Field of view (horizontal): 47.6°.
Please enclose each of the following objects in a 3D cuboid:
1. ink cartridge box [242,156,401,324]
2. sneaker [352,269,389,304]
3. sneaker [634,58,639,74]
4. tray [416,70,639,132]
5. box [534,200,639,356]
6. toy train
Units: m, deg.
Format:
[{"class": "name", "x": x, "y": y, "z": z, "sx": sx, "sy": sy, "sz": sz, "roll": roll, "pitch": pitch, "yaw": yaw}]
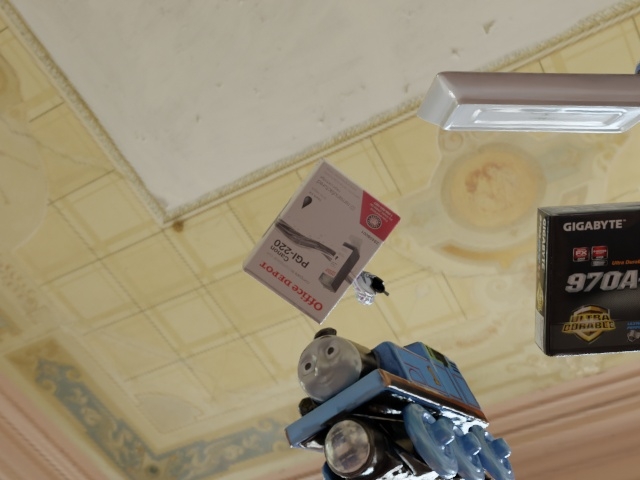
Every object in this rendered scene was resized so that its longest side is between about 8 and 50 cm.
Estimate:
[{"class": "ink cartridge box", "x": 0.000, "y": 0.000, "z": 1.161, "sx": 0.159, "sy": 0.092, "sz": 0.218, "roll": 36, "pitch": -83, "yaw": -7}, {"class": "sneaker", "x": 0.092, "y": 0.088, "z": 1.262, "sx": 0.069, "sy": 0.038, "sz": 0.098, "roll": 15, "pitch": -27, "yaw": 34}, {"class": "sneaker", "x": 0.610, "y": -0.300, "z": 1.227, "sx": 0.152, "sy": 0.084, "sz": 0.058, "roll": -15, "pitch": -62, "yaw": 35}, {"class": "tray", "x": 0.252, "y": -0.149, "z": 0.814, "sx": 0.270, "sy": 0.145, "sz": 0.030, "roll": 1, "pitch": -99, "yaw": -2}, {"class": "box", "x": 0.369, "y": 0.043, "z": 0.861, "sx": 0.220, "sy": 0.051, "sz": 0.175, "roll": -3, "pitch": -76, "yaw": -1}, {"class": "toy train", "x": 0.047, "y": 0.110, "z": 0.433, "sx": 0.080, "sy": 0.105, "sz": 0.184, "roll": -38, "pitch": -34, "yaw": 15}]
